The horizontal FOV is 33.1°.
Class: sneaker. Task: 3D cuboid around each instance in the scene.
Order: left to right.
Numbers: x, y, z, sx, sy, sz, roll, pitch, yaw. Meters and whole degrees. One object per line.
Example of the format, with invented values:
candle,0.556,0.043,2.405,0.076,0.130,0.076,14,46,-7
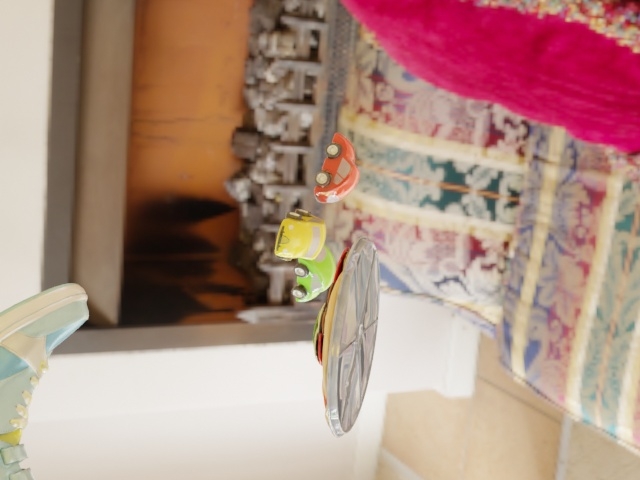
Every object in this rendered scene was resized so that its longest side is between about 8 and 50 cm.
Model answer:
sneaker,-0.363,0.201,1.250,0.208,0.319,0.127,55,147,-2

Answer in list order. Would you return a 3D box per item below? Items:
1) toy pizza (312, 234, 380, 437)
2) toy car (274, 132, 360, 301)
toy pizza,0.024,0.093,1.069,0.201,0.032,0.201,7,-90,-77
toy car,0.000,0.000,1.482,0.239,0.053,0.225,-60,-18,-44
